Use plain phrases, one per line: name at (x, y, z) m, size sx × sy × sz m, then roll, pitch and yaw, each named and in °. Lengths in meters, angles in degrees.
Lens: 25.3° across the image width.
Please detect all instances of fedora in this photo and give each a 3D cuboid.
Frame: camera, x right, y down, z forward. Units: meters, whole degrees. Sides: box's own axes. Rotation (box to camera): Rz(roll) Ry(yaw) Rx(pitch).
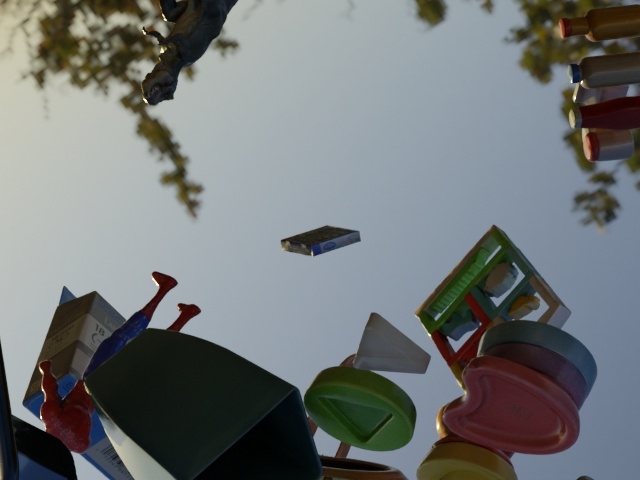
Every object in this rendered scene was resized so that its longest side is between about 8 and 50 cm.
fedora at (0.015, 0.322, 1.827) m, size 0.194 × 0.079 × 0.194 m, roll 6°, pitch 178°, yaw 0°

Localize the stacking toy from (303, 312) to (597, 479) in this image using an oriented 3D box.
stacking toy at (0.147, 0.158, 1.597) m, size 0.130 × 0.279 × 0.309 m, roll -65°, pitch -176°, yaw -36°

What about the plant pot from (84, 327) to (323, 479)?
plant pot at (-0.147, 0.211, 1.614) m, size 0.166 × 0.165 × 0.234 m, roll -39°, pitch -130°, yaw -24°

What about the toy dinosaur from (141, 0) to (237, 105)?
toy dinosaur at (-0.136, -0.267, 1.560) m, size 0.268 × 0.118 × 0.064 m, roll -50°, pitch -151°, yaw -20°

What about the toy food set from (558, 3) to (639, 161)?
toy food set at (0.342, -0.179, 1.780) m, size 0.105 × 0.232 × 0.111 m, roll -6°, pitch -126°, yaw -8°

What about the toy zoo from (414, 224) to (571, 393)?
toy zoo at (0.257, 0.119, 2.099) m, size 0.192 × 0.030 × 0.293 m, roll -49°, pitch -149°, yaw 13°

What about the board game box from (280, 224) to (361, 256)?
board game box at (0.000, 0.000, 2.177) m, size 0.090 × 0.020 × 0.090 m, roll -17°, pitch -165°, yaw -31°

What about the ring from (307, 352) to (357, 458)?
ring at (0.000, 0.347, 2.435) m, size 0.032 × 0.336 × 0.336 m, roll 22°, pitch -138°, yaw 17°

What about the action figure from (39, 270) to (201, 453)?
action figure at (-0.284, 0.164, 1.754) m, size 0.139 × 0.091 × 0.280 m, roll 4°, pitch -132°, yaw 50°

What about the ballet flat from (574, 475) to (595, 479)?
ballet flat at (0.370, 0.374, 1.724) m, size 0.068 × 0.213 × 0.072 m, roll -8°, pitch -157°, yaw 47°

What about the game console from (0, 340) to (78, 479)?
game console at (-0.271, 0.217, 1.374) m, size 0.173 × 0.250 × 0.293 m, roll -41°, pitch -140°, yaw 16°

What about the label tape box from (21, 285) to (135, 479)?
label tape box at (-0.320, 0.209, 2.251) m, size 0.106 × 0.240 × 0.333 m, roll -35°, pitch -156°, yaw 20°
